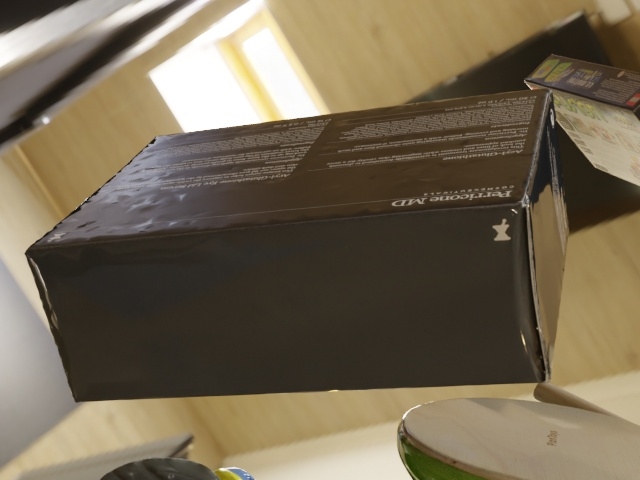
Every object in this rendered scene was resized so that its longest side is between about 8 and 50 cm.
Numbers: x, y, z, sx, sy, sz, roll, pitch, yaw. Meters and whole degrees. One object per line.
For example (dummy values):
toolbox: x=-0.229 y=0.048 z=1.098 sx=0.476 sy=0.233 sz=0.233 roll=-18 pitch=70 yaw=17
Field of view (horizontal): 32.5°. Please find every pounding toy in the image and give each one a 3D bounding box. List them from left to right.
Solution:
pounding toy: x=0.151 y=0.174 z=0.700 sx=0.183 sy=0.110 sz=0.237 roll=12 pitch=-171 yaw=40

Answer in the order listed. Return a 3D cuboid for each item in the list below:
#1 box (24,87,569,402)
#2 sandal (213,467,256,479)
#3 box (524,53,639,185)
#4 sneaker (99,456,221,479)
box: x=0.000 y=0.000 z=0.622 sx=0.261 sy=0.103 sz=0.184 roll=-5 pitch=-160 yaw=18
sandal: x=-0.044 y=0.398 z=1.218 sx=0.126 sy=0.317 sz=0.138 roll=-36 pitch=160 yaw=19
box: x=0.250 y=-0.091 z=0.895 sx=0.036 sy=0.114 sz=0.207 roll=-43 pitch=-161 yaw=1
sneaker: x=-0.108 y=0.386 z=0.843 sx=0.158 sy=0.410 sz=0.182 roll=0 pitch=153 yaw=-19
